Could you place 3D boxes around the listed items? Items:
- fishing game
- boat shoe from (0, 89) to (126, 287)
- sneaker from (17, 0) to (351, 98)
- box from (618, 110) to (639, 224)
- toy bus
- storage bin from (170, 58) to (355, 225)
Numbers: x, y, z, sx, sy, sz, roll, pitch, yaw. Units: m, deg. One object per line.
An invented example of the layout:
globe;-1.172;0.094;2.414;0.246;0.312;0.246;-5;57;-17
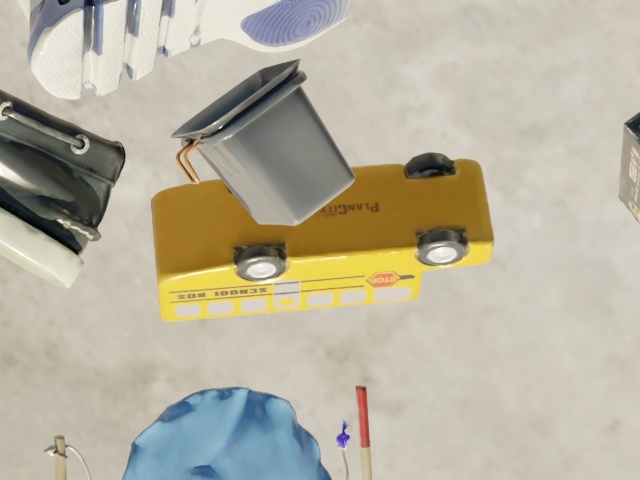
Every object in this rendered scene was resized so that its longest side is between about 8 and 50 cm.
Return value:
fishing game;-0.070;0.191;1.278;0.264;0.041;0.189;-11;99;-36
boat shoe;-0.251;-0.108;1.090;0.340;0.127;0.113;38;79;-21
sneaker;-0.130;-0.243;1.566;0.315;0.182;0.127;-17;147;-29
box;0.390;0.022;1.733;0.073;0.293;0.295;-34;165;-1
toy bus;0.000;0.000;1.871;0.333;0.108;0.130;-5;149;-4
storage bin;-0.039;-0.057;1.267;0.098;0.135;0.091;-37;99;-12
